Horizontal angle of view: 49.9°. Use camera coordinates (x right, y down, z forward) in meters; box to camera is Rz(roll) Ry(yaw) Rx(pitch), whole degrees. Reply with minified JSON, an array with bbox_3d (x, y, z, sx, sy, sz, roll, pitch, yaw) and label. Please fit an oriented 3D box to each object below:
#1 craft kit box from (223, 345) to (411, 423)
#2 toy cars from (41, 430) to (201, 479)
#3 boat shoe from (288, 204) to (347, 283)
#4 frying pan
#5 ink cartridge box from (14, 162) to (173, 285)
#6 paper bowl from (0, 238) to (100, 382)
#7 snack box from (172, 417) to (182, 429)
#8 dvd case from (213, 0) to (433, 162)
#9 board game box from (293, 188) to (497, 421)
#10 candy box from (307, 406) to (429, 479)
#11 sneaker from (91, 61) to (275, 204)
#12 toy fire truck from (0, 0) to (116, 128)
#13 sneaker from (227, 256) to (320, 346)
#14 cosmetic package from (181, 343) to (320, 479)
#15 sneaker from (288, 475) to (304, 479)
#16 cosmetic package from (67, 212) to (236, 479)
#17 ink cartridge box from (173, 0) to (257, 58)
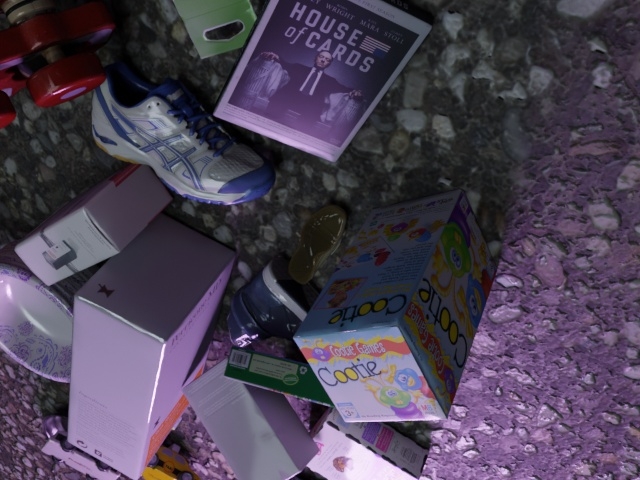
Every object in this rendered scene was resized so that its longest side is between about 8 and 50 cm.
[{"bbox_3d":[0.009,0.234,1.101,0.250,0.060,0.247,10,170,21],"label":"craft kit box"},{"bbox_3d":[-0.457,0.508,1.611,0.394,0.087,0.176,5,133,15],"label":"toy cars"},{"bbox_3d":[0.001,0.002,1.030,0.056,0.048,0.153,37,128,14],"label":"boat shoe"},{"bbox_3d":[-0.559,0.538,1.734,0.326,0.053,0.197,37,133,-4],"label":"frying pan"},{"bbox_3d":[-0.369,-0.028,1.118,0.218,0.158,0.092,-18,115,37],"label":"ink cartridge box"},{"bbox_3d":[-0.509,0.121,1.316,0.284,0.148,0.284,15,131,18],"label":"paper bowl"},{"bbox_3d":[-0.376,0.349,1.499,0.100,0.037,0.141,-7,121,31],"label":"snack box"},{"bbox_3d":[-0.005,-0.208,0.829,0.179,0.029,0.238,19,137,-19],"label":"dvd case"},{"bbox_3d":[0.107,0.077,0.867,0.144,0.275,0.142,-12,118,35],"label":"board game box"},{"bbox_3d":[0.074,0.398,1.276,0.196,0.070,0.165,32,134,2],"label":"candy box"},{"bbox_3d":[-0.198,-0.152,0.964,0.297,0.112,0.131,22,132,10],"label":"sneaker"},{"bbox_3d":[-0.434,-0.235,0.921,0.254,0.302,0.169,-3,115,63],"label":"toy fire truck"},{"bbox_3d":[-0.050,0.152,1.130,0.163,0.086,0.226,-38,94,33],"label":"sneaker"},{"bbox_3d":[-0.124,0.322,1.230,0.127,0.107,0.238,-35,86,22],"label":"cosmetic package"},{"bbox_3d":[-0.019,0.533,1.415,0.153,0.101,0.268,-20,119,37],"label":"sneaker"},{"bbox_3d":[-0.307,0.200,1.217,0.162,0.230,0.453,27,134,6],"label":"cosmetic package"},{"bbox_3d":[-0.134,-0.335,0.819,0.109,0.062,0.209,-6,123,30],"label":"ink cartridge box"}]
